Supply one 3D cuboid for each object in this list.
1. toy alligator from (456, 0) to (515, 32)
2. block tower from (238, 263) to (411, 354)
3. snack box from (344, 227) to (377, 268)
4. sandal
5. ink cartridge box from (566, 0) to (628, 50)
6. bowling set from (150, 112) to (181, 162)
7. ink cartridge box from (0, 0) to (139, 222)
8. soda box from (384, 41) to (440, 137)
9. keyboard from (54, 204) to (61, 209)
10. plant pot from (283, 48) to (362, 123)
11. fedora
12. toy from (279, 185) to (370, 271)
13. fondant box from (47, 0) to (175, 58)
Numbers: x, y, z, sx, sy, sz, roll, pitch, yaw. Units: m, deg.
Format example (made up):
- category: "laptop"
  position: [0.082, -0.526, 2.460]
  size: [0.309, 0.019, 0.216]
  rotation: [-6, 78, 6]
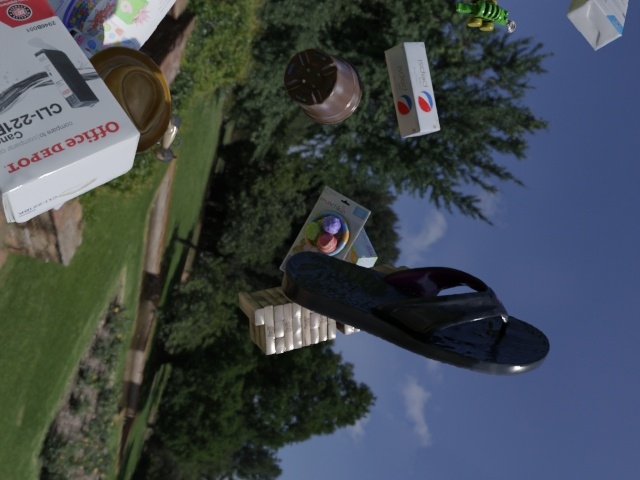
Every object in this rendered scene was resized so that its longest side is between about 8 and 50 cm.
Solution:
- category: "toy alligator"
  position: [0.359, -0.464, 1.124]
  size: [0.051, 0.190, 0.056]
  rotation: [18, -75, 54]
- category: "block tower"
  position: [0.024, 0.121, 1.007]
  size: [0.091, 0.336, 0.097]
  rotation: [25, -60, 61]
- category: "snack box"
  position: [0.084, 0.055, 1.687]
  size: [0.207, 0.070, 0.174]
  rotation: [112, -34, -45]
- category: "sandal"
  position: [0.159, 0.097, 0.866]
  size: [0.167, 0.446, 0.106]
  rotation: [-70, 177, -63]
- category: "ink cartridge box"
  position: [0.595, -0.501, 1.167]
  size: [0.060, 0.104, 0.180]
  rotation: [-30, -157, 50]
- category: "bowling set"
  position: [-0.504, -0.291, 1.399]
  size: [0.200, 0.287, 0.154]
  rotation: [-121, -134, -63]
- category: "ink cartridge box"
  position: [-0.415, -0.192, 0.761]
  size: [0.197, 0.272, 0.114]
  rotation: [-35, 180, -30]
- category: "soda box"
  position: [0.222, -0.363, 1.322]
  size: [0.069, 0.074, 0.215]
  rotation: [-7, -84, 54]
- category: "keyboard"
  position: [-0.575, -0.158, 1.009]
  size: [0.072, 0.256, 0.014]
  rotation: [-54, -145, -10]
- category: "plant pot"
  position: [-0.002, -0.364, 1.267]
  size: [0.165, 0.167, 0.166]
  rotation: [-18, 125, -73]
- category: "fedora"
  position: [-0.339, -0.253, 0.989]
  size: [0.079, 0.194, 0.194]
  rotation: [11, -94, 47]
- category: "toy"
  position: [0.000, 0.000, 1.301]
  size: [0.237, 0.137, 0.056]
  rotation: [-62, 157, 10]
- category: "fondant box"
  position: [-0.455, -0.503, 1.033]
  size: [0.238, 0.096, 0.330]
  rotation: [-51, 149, 4]
